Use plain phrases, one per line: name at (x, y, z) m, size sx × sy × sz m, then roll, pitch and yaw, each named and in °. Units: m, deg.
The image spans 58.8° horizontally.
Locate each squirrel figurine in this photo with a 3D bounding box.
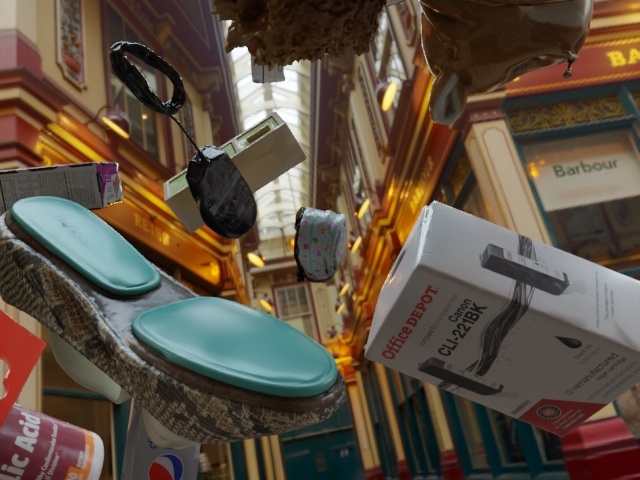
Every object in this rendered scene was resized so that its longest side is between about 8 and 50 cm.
squirrel figurine at (0.094, -0.280, 0.511) m, size 0.397 × 0.281 × 0.370 m, roll 2°, pitch -18°, yaw 14°

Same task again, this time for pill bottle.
pill bottle at (-0.656, 0.426, 1.112) m, size 0.224 × 0.224 × 0.392 m, roll -28°, pitch -50°, yaw 36°

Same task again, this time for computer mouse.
computer mouse at (-0.137, -0.091, 0.576) m, size 0.041 × 0.071 × 0.242 m, roll 2°, pitch -43°, yaw 34°

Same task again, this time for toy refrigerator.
toy refrigerator at (-0.171, -0.138, 1.107) m, size 0.269 × 0.102 × 0.094 m, roll -32°, pitch -60°, yaw 1°

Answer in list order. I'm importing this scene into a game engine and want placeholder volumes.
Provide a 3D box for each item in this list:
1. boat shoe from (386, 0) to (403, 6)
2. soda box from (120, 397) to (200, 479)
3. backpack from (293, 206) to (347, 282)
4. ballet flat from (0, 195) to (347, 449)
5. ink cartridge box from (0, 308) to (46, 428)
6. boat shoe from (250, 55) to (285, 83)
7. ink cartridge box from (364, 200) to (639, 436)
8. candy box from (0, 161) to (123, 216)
boat shoe at (0.093, -0.520, 1.099) m, size 0.098 × 0.277 × 0.096 m, roll -43°, pitch -49°, yaw -18°
soda box at (-0.222, 0.262, 0.806) m, size 0.091 × 0.286 × 0.098 m, roll 9°, pitch -7°, yaw -24°
backpack at (0.000, 0.000, 1.216) m, size 0.115 × 0.152 × 0.182 m, roll 3°, pitch -24°, yaw 5°
ballet flat at (-0.189, 0.110, 0.615) m, size 0.482 × 0.182 × 0.164 m, roll 25°, pitch 21°, yaw 27°
ink cartridge box at (-0.536, 0.086, 0.769) m, size 0.091 × 0.308 × 0.385 m, roll -34°, pitch -65°, yaw 9°
boat shoe at (-0.107, -0.465, 1.203) m, size 0.084 × 0.258 × 0.095 m, roll -1°, pitch 15°, yaw -9°
ink cartridge box at (0.212, 0.098, 0.674) m, size 0.272 × 0.114 × 0.197 m, roll 22°, pitch -43°, yaw 3°
candy box at (-0.427, -0.071, 0.837) m, size 0.233 × 0.071 × 0.159 m, roll -6°, pitch 8°, yaw -8°
